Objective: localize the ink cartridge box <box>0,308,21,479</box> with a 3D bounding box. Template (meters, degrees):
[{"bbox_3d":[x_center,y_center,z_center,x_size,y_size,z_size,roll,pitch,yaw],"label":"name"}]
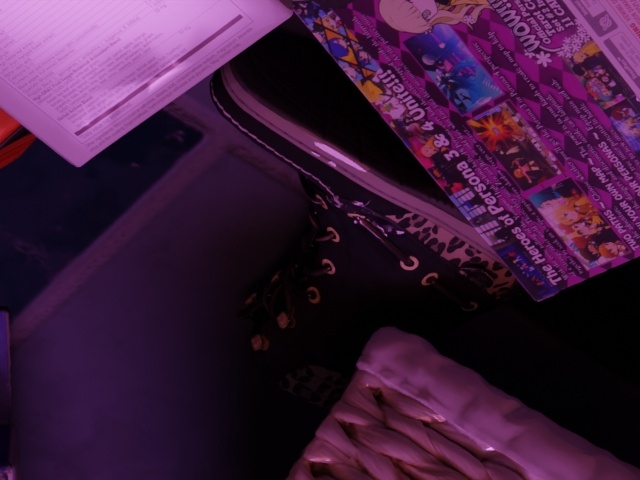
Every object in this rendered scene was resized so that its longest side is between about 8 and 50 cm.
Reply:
[{"bbox_3d":[-0.320,0.201,1.128,0.304,0.072,0.307,-3,95,-6],"label":"ink cartridge box"}]

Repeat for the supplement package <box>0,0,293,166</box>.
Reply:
[{"bbox_3d":[-0.143,-0.174,0.877,0.139,0.134,0.244,-33,128,22],"label":"supplement package"}]

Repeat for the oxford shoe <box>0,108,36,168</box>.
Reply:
[{"bbox_3d":[-0.238,-0.039,1.043,0.271,0.097,0.098,-39,92,34],"label":"oxford shoe"}]

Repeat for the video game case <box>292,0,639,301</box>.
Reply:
[{"bbox_3d":[0.118,-0.097,0.956,0.210,0.042,0.232,-28,110,39],"label":"video game case"}]

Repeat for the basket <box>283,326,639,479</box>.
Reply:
[{"bbox_3d":[0.095,0.283,1.099,0.328,0.266,0.331,33,159,18],"label":"basket"}]

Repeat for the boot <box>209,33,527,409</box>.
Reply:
[{"bbox_3d":[0.001,0.002,1.091,0.236,0.085,0.178,28,126,-29],"label":"boot"}]
